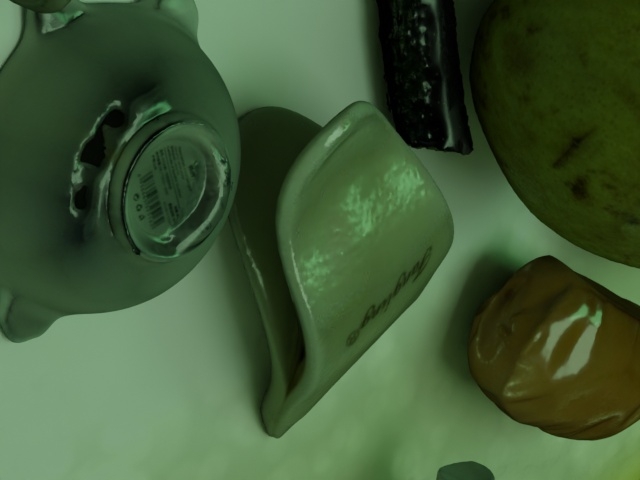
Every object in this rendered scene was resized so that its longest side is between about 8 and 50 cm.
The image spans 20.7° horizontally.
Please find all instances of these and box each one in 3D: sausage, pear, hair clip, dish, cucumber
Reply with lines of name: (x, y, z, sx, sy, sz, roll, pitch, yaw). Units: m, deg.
sausage: (0.216, 0.096, 1.496, 0.241, 0.120, 0.136, 19, 106, -50)
pear: (0.256, -0.127, 1.310, 0.304, 0.304, 0.304, -21, 120, -41)
hair clip: (0.015, 0.010, 1.243, 0.172, 0.113, 0.282, -43, 134, -27)
dish: (-0.124, -0.040, 1.090, 0.228, 0.086, 0.236, -4, 108, -47)
cucumber: (0.070, -0.169, 1.274, 0.067, 0.067, 0.245, -32, 125, -36)

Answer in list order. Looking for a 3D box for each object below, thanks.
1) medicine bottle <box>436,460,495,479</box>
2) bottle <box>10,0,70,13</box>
medicine bottle: (0.094, 0.343, 1.446, 0.110, 0.110, 0.352, -16, 122, -43)
bottle: (-0.118, -0.245, 0.997, 0.233, 0.110, 0.110, -53, 137, -20)
